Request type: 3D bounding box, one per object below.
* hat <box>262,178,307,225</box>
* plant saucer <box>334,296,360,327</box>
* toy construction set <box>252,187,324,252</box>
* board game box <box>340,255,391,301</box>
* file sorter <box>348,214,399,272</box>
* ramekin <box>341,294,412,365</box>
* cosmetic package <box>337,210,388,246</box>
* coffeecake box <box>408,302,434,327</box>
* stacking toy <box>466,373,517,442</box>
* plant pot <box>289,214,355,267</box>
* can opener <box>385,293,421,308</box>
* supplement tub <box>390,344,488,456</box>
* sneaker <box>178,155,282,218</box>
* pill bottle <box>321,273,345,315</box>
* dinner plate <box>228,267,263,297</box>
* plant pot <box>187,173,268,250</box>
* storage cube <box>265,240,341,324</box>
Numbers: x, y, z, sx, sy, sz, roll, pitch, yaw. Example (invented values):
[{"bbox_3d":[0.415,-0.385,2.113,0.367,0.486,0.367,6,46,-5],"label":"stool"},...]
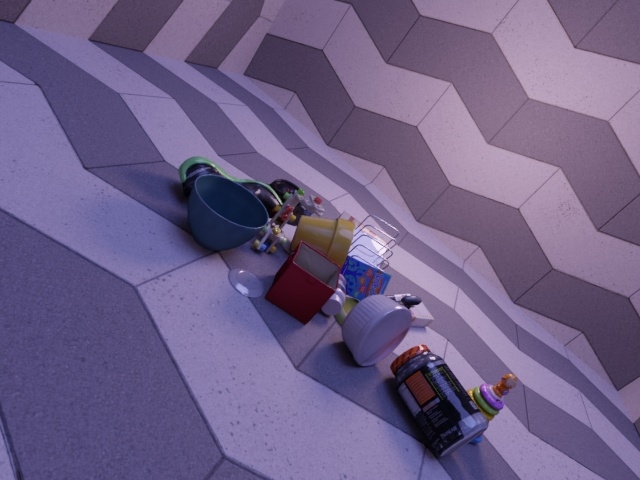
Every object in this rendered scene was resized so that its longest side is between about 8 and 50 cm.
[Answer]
[{"bbox_3d":[-0.178,-0.225,2.138,0.332,0.133,0.331,30,25,-16],"label":"hat"},{"bbox_3d":[0.155,0.319,1.764,0.241,0.037,0.240,30,25,-16],"label":"plant saucer"},{"bbox_3d":[-0.137,-0.098,1.744,0.151,0.328,0.215,49,17,-18],"label":"toy construction set"},{"bbox_3d":[0.180,0.179,1.835,0.211,0.159,0.047,24,-1,0],"label":"board game box"},{"bbox_3d":[0.235,0.046,1.998,0.193,0.173,0.277,31,54,-8],"label":"file sorter"},{"bbox_3d":[0.199,0.322,1.566,0.273,0.272,0.127,11,23,-45],"label":"ramekin"},{"bbox_3d":[0.185,0.004,2.186,0.296,0.129,0.153,36,51,-3],"label":"cosmetic package"},{"bbox_3d":[0.448,0.347,2.074,0.186,0.068,0.142,14,34,-42],"label":"coffeecake box"},{"bbox_3d":[0.621,0.602,1.589,0.175,0.301,0.165,34,25,-11],"label":"stacking toy"},{"bbox_3d":[0.000,0.000,1.883,0.239,0.253,0.254,20,27,-4],"label":"plant pot"},{"bbox_3d":[0.328,0.276,1.935,0.281,0.093,0.074,-1,56,-26],"label":"can opener"},{"bbox_3d":[0.404,0.553,1.494,0.207,0.207,0.337,12,36,-44],"label":"supplement tub"},{"bbox_3d":[-0.375,-0.173,1.785,0.483,0.185,0.202,19,53,-35],"label":"sneaker"},{"bbox_3d":[0.048,0.217,1.710,0.108,0.108,0.180,32,26,-13],"label":"pill bottle"},{"bbox_3d":[-0.263,0.147,1.518,0.141,0.017,0.141,32,26,-17],"label":"dinner plate"},{"bbox_3d":[-0.364,-0.074,1.545,0.291,0.195,0.290,30,26,-16],"label":"plant pot"},{"bbox_3d":[-0.060,0.156,1.566,0.215,0.193,0.183,35,25,-9],"label":"storage cube"}]
